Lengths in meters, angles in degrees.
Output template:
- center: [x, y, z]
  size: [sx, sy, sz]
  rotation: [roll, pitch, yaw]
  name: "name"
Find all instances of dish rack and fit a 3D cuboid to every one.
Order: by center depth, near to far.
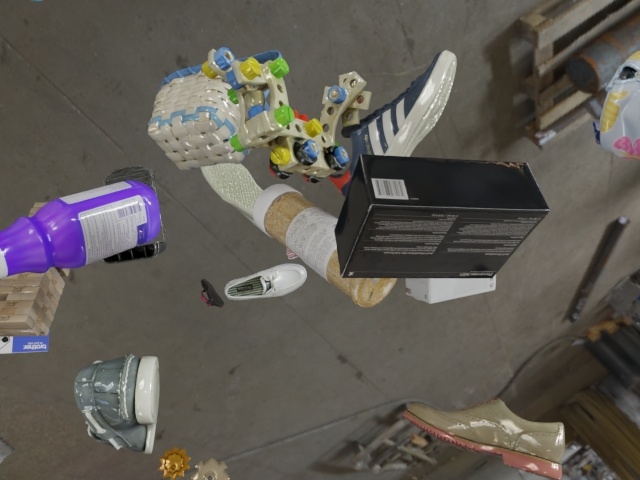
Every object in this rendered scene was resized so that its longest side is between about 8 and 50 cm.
- center: [-0.552, -0.077, 1.495]
  size: [0.208, 0.271, 0.074]
  rotation: [-8, -177, 23]
  name: "dish rack"

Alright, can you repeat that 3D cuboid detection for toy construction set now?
- center: [-0.042, -0.222, 0.924]
  size: [0.328, 0.215, 0.151]
  rotation: [-9, 167, -44]
  name: "toy construction set"

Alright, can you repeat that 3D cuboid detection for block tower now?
- center: [-0.614, 0.055, 1.132]
  size: [0.097, 0.335, 0.091]
  rotation: [0, 140, 0]
  name: "block tower"

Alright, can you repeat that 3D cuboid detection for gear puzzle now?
- center: [-0.300, 0.676, 1.364]
  size: [0.175, 0.339, 0.044]
  rotation: [-38, 159, -26]
  name: "gear puzzle"

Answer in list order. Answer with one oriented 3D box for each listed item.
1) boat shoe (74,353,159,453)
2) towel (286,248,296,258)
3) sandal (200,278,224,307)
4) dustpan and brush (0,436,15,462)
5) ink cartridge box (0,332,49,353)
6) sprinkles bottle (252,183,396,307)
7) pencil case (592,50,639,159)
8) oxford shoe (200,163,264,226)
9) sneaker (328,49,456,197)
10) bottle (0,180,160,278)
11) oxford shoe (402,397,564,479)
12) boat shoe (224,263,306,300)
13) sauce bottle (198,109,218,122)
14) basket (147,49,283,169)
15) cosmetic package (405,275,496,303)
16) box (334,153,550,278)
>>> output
- center: [-0.288, 0.241, 0.753]
  size: [0.099, 0.116, 0.319]
  rotation: [4, 151, -15]
  name: "boat shoe"
- center: [-0.035, 0.000, 1.640]
  size: [0.144, 0.197, 0.029]
  rotation: [-13, 111, 4]
  name: "towel"
- center: [-0.335, 0.168, 1.563]
  size: [0.040, 0.179, 0.067]
  rotation: [-45, 116, -6]
  name: "sandal"
- center: [-0.565, 0.356, 0.743]
  size: [0.211, 0.060, 0.147]
  rotation: [-45, 173, -34]
  name: "dustpan and brush"
- center: [-0.897, 0.272, 1.485]
  size: [0.207, 0.046, 0.097]
  rotation: [5, 89, -33]
  name: "ink cartridge box"
- center: [0.000, 0.000, 1.084]
  size: [0.121, 0.355, 0.121]
  rotation: [-24, 132, -31]
  name: "sprinkles bottle"
- center: [0.430, -0.115, 0.514]
  size: [0.113, 0.273, 0.124]
  rotation: [-50, 139, -10]
  name: "pencil case"
- center: [-0.321, -0.191, 2.158]
  size: [0.449, 0.130, 0.169]
  rotation: [39, 70, -17]
  name: "oxford shoe"
- center: [0.132, -0.232, 1.037]
  size: [0.350, 0.148, 0.131]
  rotation: [-59, 161, 14]
  name: "sneaker"
- center: [-0.405, -0.014, 0.854]
  size: [0.283, 0.092, 0.118]
  rotation: [-28, 133, -45]
  name: "bottle"
- center: [0.359, 0.411, 1.155]
  size: [0.123, 0.348, 0.130]
  rotation: [47, 58, -58]
  name: "oxford shoe"
- center: [-0.145, 0.121, 1.382]
  size: [0.226, 0.083, 0.076]
  rotation: [-18, -177, -3]
  name: "boat shoe"
- center: [-0.321, -0.338, 1.397]
  size: [0.128, 0.042, 0.042]
  rotation: [-23, 141, 3]
  name: "sauce bottle"
- center: [-0.228, -0.298, 1.128]
  size: [0.255, 0.289, 0.201]
  rotation: [-1, 148, 29]
  name: "basket"
- center: [0.367, 0.109, 1.458]
  size: [0.231, 0.117, 0.085]
  rotation: [-7, 100, -25]
  name: "cosmetic package"
- center: [0.169, -0.028, 0.781]
  size: [0.261, 0.103, 0.184]
  rotation: [1, 142, -12]
  name: "box"
